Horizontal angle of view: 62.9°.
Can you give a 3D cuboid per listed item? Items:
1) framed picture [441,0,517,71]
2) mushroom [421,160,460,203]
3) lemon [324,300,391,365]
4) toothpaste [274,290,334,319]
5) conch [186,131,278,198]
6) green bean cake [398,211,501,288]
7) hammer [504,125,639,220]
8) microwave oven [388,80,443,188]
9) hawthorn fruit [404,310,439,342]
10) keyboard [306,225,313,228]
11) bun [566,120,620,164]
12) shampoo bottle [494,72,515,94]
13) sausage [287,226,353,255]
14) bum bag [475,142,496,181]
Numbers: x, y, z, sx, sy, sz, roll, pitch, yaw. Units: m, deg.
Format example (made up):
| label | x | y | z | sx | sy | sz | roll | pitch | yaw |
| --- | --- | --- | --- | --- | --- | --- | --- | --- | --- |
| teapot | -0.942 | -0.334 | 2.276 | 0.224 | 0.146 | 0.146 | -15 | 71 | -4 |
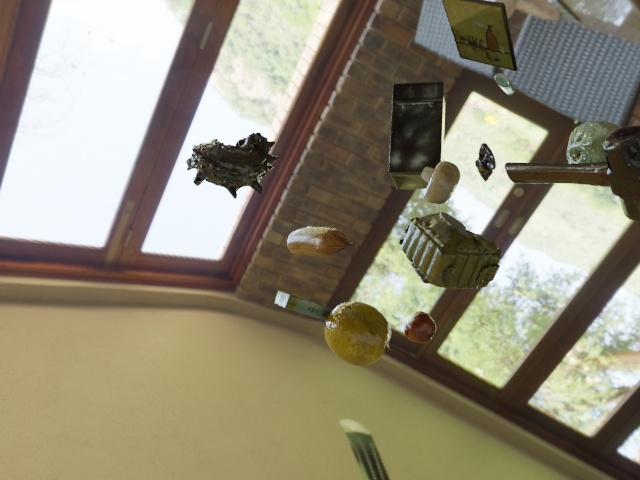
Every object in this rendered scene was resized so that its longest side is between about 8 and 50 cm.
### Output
| label | x | y | z | sx | sy | sz | roll | pitch | yaw |
| --- | --- | --- | --- | --- | --- | --- | --- | --- | --- |
| framed picture | 0.591 | -0.766 | 1.938 | 0.255 | 0.014 | 0.338 | 30 | 173 | 35 |
| mushroom | 0.384 | -0.192 | 1.696 | 0.122 | 0.154 | 0.154 | 32 | -159 | 13 |
| lemon | 0.163 | 0.412 | 2.340 | 0.296 | 0.297 | 0.297 | 25 | -159 | -10 |
| toothpaste | -0.064 | 0.303 | 2.369 | 0.089 | 0.071 | 0.312 | 11 | 170 | 47 |
| conch | -0.276 | -0.239 | 1.640 | 0.312 | 0.186 | 0.240 | -24 | -149 | -30 |
| green bean cake | 0.477 | 0.017 | 1.899 | 0.284 | 0.202 | 0.310 | 0 | -147 | -25 |
| hammer | 0.689 | -0.176 | 1.427 | 0.408 | 0.095 | 0.243 | 8 | 136 | 51 |
| microwave oven | 0.471 | -0.489 | 2.517 | 0.236 | 0.433 | 0.374 | 2 | 172 | 14 |
| hawthorn fruit | 0.398 | 0.344 | 2.060 | 0.140 | 0.125 | 0.125 | 16 | -157 | -15 |
| keyboard | -0.056 | -0.007 | 2.172 | 0.016 | 0.106 | 0.262 | 19 | 180 | -6 |
| bun | 0.800 | -0.251 | 1.528 | 0.118 | 0.196 | 0.195 | -11 | -147 | -13 |
| shampoo bottle | 0.724 | -0.602 | 2.033 | 0.069 | 0.041 | 0.190 | 45 | -158 | 20 |
| sausage | -0.003 | 0.004 | 1.818 | 0.112 | 0.112 | 0.328 | 15 | 172 | -32 |
| bum bag | 0.630 | -0.295 | 1.993 | 0.102 | 0.069 | 0.248 | 58 | -173 | 12 |
